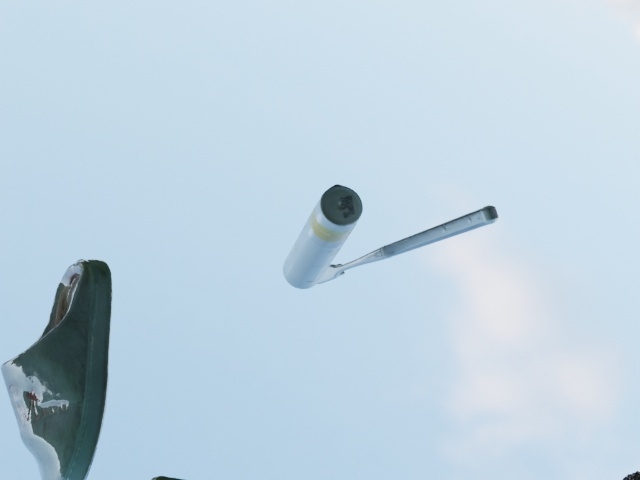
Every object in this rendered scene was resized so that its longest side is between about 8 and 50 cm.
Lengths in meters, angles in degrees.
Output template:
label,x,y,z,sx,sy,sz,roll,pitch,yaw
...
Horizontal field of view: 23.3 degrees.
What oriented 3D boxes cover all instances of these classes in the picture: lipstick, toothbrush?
label,x,y,z,sx,sy,sz,roll,pitch,yaw
lipstick,0.000,0.000,2.046,0.059,0.264,0.059,4,-110,-10
toothbrush,0.112,0.010,2.141,0.030,0.342,0.025,-16,-94,-46

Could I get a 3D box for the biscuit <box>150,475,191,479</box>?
label,x,y,z,sx,sy,sz,roll,pitch,yaw
biscuit,-0.082,0.361,1.938,0.322,0.038,0.099,17,-133,-35

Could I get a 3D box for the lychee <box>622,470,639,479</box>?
label,x,y,z,sx,sy,sz,roll,pitch,yaw
lychee,0.305,0.252,1.450,0.083,0.067,0.068,43,-154,-12

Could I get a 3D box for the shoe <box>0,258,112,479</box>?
label,x,y,z,sx,sy,sz,roll,pitch,yaw
shoe,-0.261,0.132,1.518,0.100,0.103,0.251,11,-113,-18
